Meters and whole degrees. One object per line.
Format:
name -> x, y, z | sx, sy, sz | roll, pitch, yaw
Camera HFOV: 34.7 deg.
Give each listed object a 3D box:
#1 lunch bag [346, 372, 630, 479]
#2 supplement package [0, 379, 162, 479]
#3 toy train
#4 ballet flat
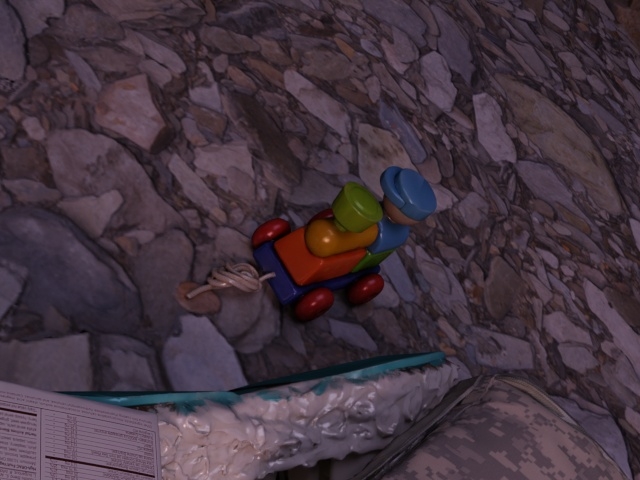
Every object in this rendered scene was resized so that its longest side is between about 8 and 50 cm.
lunch bag -> 0.102, 0.255, 0.731 | 0.305, 0.212, 0.256 | -25, 91, -52
supplement package -> -0.188, 0.209, 0.532 | 0.149, 0.194, 0.203 | 19, 43, -33
toy train -> 0.000, 0.000, 0.978 | 0.248, 0.143, 0.105 | -12, 64, -51
ballet flat -> -0.045, 0.166, 0.811 | 0.409, 0.147, 0.147 | -1, 56, -43
